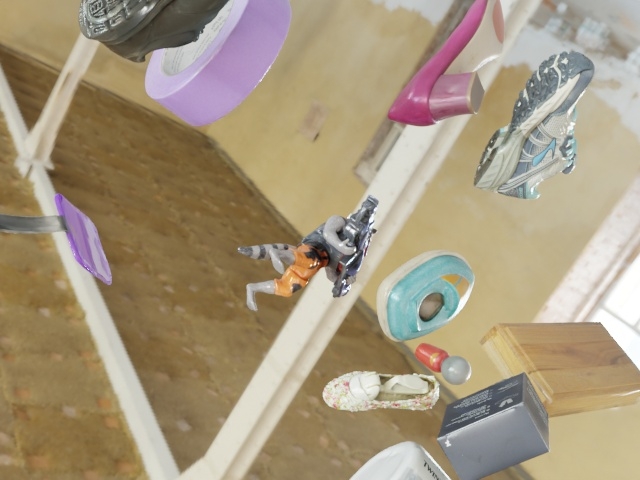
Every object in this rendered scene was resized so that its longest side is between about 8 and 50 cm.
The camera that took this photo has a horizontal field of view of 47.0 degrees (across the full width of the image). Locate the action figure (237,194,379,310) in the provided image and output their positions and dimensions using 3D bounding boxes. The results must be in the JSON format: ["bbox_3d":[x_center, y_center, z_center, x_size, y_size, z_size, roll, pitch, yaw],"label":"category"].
[{"bbox_3d":[0.000,0.000,1.647,0.330,0.341,0.178,-25,-121,-36],"label":"action figure"}]

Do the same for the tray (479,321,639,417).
[{"bbox_3d":[0.559,0.279,1.646,0.411,0.076,0.202,5,-138,-40],"label":"tray"}]

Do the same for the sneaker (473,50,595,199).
[{"bbox_3d":[0.346,-0.166,1.117,0.122,0.283,0.110,22,-125,-4],"label":"sneaker"}]

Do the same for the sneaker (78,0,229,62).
[{"bbox_3d":[-0.184,-0.338,1.010,0.130,0.286,0.109,40,-148,-64],"label":"sneaker"}]

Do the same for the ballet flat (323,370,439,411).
[{"bbox_3d":[0.127,0.291,1.464,0.241,0.077,0.091,1,-128,-15],"label":"ballet flat"}]

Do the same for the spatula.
[{"bbox_3d":[-0.261,-0.018,0.614,0.084,0.030,0.296,64,-166,19],"label":"spatula"}]

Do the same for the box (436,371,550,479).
[{"bbox_3d":[0.293,0.313,1.237,0.093,0.156,0.158,61,-162,1],"label":"box"}]

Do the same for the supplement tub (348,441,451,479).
[{"bbox_3d":[0.189,0.525,1.229,0.338,0.207,0.207,49,-166,0],"label":"supplement tub"}]

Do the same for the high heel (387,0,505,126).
[{"bbox_3d":[0.260,-0.381,1.497,0.181,0.377,0.127,-2,135,32],"label":"high heel"}]

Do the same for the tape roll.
[{"bbox_3d":[-0.177,-0.332,1.248,0.090,0.274,0.275,34,-171,-35],"label":"tape roll"}]

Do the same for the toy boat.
[{"bbox_3d":[0.263,0.178,1.662,0.268,0.318,0.148,-29,-148,-26],"label":"toy boat"}]
